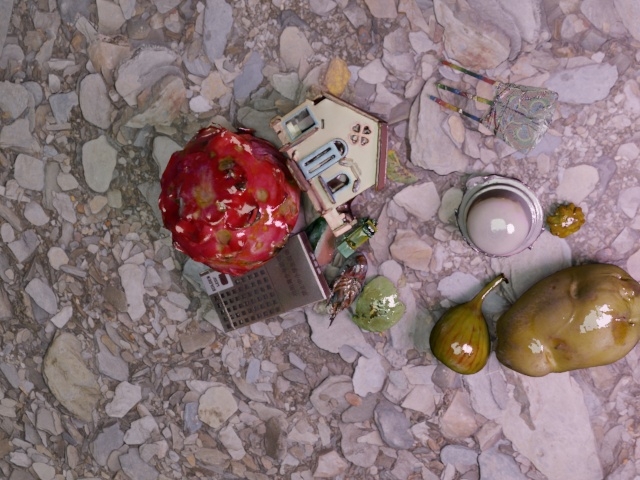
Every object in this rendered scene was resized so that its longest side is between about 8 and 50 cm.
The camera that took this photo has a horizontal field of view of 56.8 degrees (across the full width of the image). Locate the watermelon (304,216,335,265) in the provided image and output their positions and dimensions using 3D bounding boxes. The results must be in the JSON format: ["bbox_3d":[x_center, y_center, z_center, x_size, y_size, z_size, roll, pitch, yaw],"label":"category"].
[{"bbox_3d":[-0.006,-0.006,1.543,0.101,0.080,0.155,35,116,45],"label":"watermelon"}]

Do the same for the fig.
[{"bbox_3d":[0.364,0.192,1.423,0.151,0.151,0.260,27,102,10],"label":"fig"}]

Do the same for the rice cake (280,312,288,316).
[{"bbox_3d":[-0.137,0.110,1.594,0.069,0.063,0.207,-39,87,26],"label":"rice cake"}]

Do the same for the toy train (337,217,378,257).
[{"bbox_3d":[0.093,-0.009,1.492,0.122,0.081,0.050,-40,94,20],"label":"toy train"}]

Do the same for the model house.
[{"bbox_3d":[0.058,-0.206,1.415,0.244,0.169,0.326,-30,88,16],"label":"model house"}]

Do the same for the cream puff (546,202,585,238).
[{"bbox_3d":[0.562,-0.043,1.355,0.083,0.058,0.083,-8,101,16],"label":"cream puff"}]

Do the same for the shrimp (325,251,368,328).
[{"bbox_3d":[0.065,0.133,1.535,0.090,0.079,0.233,12,112,-25],"label":"shrimp"}]

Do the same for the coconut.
[{"bbox_3d":[0.152,0.173,1.525,0.133,0.055,0.158,16,107,15],"label":"coconut"}]

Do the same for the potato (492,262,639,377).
[{"bbox_3d":[0.550,0.186,1.329,0.350,0.202,0.218,-24,93,20],"label":"potato"}]

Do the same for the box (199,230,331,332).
[{"bbox_3d":[-0.149,0.113,1.537,0.324,0.047,0.181,-21,95,25],"label":"box"}]

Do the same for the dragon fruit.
[{"bbox_3d":[-0.249,-0.112,1.451,0.370,0.249,0.387,-4,80,26],"label":"dragon fruit"}]

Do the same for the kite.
[{"bbox_3d":[0.395,-0.320,1.373,0.285,0.015,0.152,26,105,7],"label":"kite"}]

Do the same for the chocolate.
[{"bbox_3d":[0.406,-0.047,1.356,0.221,0.147,0.222,3,100,19],"label":"chocolate"}]
